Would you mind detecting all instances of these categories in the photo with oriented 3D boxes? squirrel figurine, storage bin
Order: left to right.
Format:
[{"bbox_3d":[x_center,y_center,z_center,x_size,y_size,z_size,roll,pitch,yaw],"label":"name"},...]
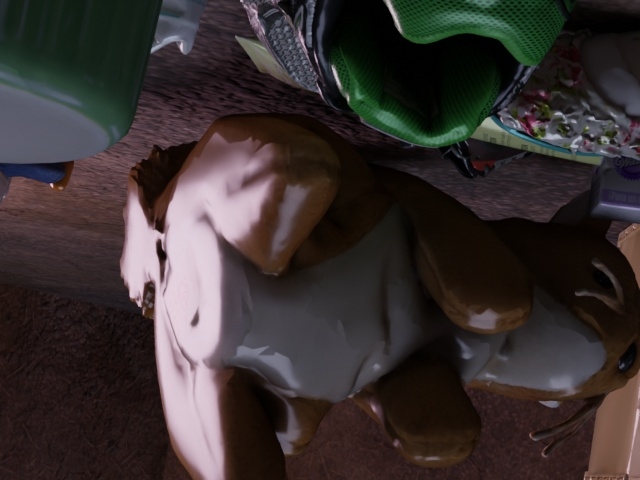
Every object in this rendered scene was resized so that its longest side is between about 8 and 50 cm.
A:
[{"bbox_3d":[0.053,0.028,1.300,0.370,0.281,0.397,-1,-167,-27],"label":"squirrel figurine"},{"bbox_3d":[0.341,0.110,1.541,0.123,0.262,0.260,10,172,1],"label":"storage bin"}]

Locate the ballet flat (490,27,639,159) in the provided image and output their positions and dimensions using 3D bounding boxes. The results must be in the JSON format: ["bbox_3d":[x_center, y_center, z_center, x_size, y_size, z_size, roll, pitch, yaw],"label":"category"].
[{"bbox_3d":[0.206,-0.088,0.974,0.241,0.091,0.077,8,143,-31],"label":"ballet flat"}]

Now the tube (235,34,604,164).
[{"bbox_3d":[0.068,-0.098,1.062,0.240,0.062,0.070,12,132,8],"label":"tube"}]

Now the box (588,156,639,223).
[{"bbox_3d":[0.363,-0.030,1.217,0.324,0.063,0.067,7,171,4],"label":"box"}]

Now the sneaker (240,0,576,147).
[{"bbox_3d":[0.021,-0.108,0.694,0.134,0.146,0.343,9,173,-7],"label":"sneaker"}]

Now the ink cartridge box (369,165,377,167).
[{"bbox_3d":[-0.024,-0.044,1.510,0.150,0.063,0.109,12,170,-26],"label":"ink cartridge box"}]

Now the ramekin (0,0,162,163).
[{"bbox_3d":[-0.207,-0.133,0.726,0.303,0.148,0.303,8,172,1],"label":"ramekin"}]

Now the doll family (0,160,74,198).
[{"bbox_3d":[-0.296,-0.076,1.339,0.263,0.118,0.163,1,169,43],"label":"doll family"}]

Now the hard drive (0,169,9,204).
[{"bbox_3d":[-0.364,-0.111,1.121,0.203,0.040,0.307,5,154,17],"label":"hard drive"}]

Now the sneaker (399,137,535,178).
[{"bbox_3d":[0.116,-0.071,1.161,0.158,0.065,0.061,12,170,-24],"label":"sneaker"}]

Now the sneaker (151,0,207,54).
[{"bbox_3d":[-0.126,-0.136,0.958,0.152,0.061,0.053,3,173,41],"label":"sneaker"}]
